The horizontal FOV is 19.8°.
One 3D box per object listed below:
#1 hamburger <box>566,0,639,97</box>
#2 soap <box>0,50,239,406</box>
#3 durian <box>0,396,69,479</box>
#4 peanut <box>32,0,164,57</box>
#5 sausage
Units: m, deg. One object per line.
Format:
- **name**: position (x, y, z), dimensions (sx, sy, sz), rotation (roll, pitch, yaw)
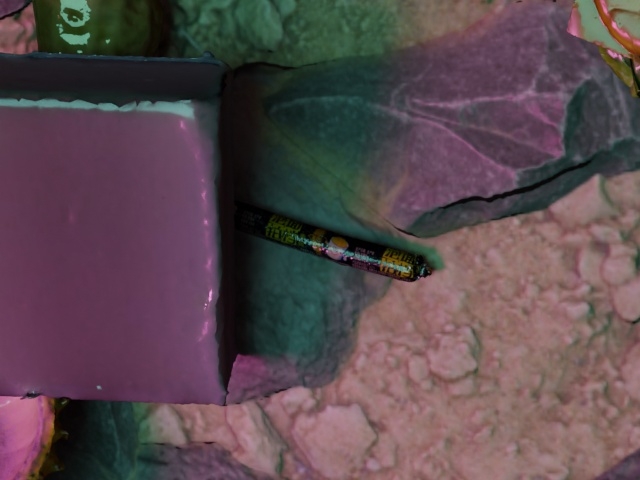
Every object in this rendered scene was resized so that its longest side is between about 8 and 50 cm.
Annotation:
- **hamburger**: position (0.269, -0.193, 1.333), dimensions (0.164, 0.093, 0.189), rotation (37, 110, 15)
- **soap**: position (-0.215, -0.009, 1.487), dimensions (0.296, 0.107, 0.285), rotation (3, 119, 2)
- **durian**: position (-0.314, 0.206, 1.606), dimensions (0.191, 0.112, 0.341), rotation (6, 66, 2)
- **peanut**: position (-0.183, -0.160, 1.530), dimensions (0.108, 0.095, 0.226), rotation (-4, 102, -3)
- **sausage**: position (0.000, 0.000, 1.521), dimensions (0.198, 0.025, 0.028), rotation (18, 109, 19)
